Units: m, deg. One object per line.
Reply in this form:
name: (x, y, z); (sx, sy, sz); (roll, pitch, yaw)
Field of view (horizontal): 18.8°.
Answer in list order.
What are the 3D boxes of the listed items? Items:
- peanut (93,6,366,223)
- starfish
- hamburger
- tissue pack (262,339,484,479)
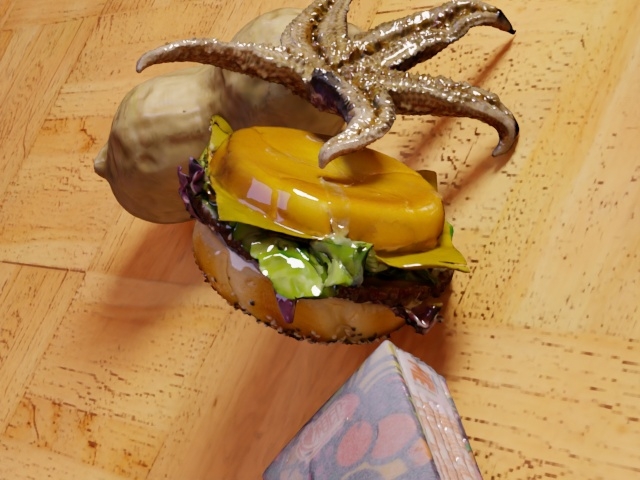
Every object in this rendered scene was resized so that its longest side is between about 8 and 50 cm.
peanut: (-0.060, -0.080, 1.287); (0.263, 0.101, 0.117); (-24, 2, 43)
starfish: (0.007, -0.101, 1.119); (0.213, 0.238, 0.057); (-114, 25, -55)
hamburger: (-0.002, 0.001, 1.067); (0.189, 0.164, 0.093); (-72, -1, -72)
tissue pack: (0.030, 0.137, 0.968); (0.108, 0.060, 0.148); (-46, 30, 19)
